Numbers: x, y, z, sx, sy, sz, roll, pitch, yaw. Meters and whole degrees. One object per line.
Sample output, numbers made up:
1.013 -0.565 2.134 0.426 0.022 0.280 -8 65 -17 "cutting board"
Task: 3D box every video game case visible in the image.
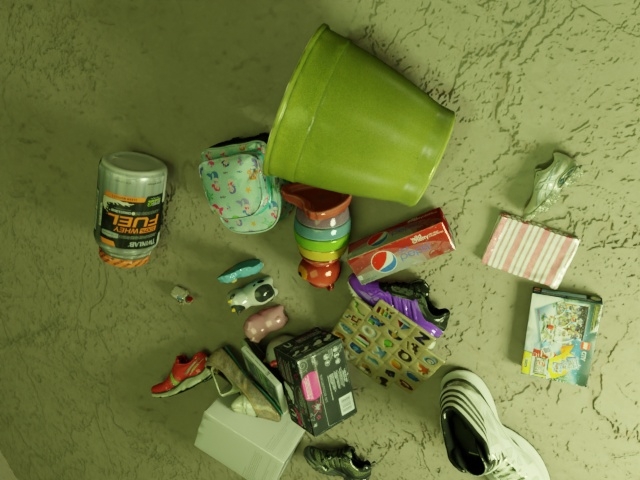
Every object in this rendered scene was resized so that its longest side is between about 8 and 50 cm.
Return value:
-0.168 0.422 1.736 0.173 0.022 0.190 39 152 31 "video game case"

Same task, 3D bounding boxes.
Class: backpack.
-0.195 -0.143 1.563 0.225 0.191 0.253 -5 112 23 "backpack"

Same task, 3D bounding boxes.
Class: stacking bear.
0.000 0.000 1.544 0.175 0.164 0.288 38 138 44 "stacking bear"

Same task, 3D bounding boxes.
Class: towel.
0.509 0.027 1.410 0.197 0.029 0.144 21 116 15 "towel"

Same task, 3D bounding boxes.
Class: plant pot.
0.102 -0.248 1.326 0.353 0.366 0.366 24 117 1 "plant pot"

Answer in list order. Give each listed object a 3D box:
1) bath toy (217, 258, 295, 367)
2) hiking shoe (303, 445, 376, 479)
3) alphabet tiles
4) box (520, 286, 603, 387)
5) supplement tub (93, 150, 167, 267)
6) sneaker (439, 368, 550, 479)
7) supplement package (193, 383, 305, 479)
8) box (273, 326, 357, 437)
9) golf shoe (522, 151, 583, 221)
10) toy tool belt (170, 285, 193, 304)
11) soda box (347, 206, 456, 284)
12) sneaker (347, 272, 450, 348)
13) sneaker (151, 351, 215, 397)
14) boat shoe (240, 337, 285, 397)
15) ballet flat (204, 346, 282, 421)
-0.180 0.235 1.719 0.152 0.129 0.348 -21 100 27 "bath toy"
0.059 0.683 1.817 0.227 0.086 0.114 22 102 8 "hiking shoe"
0.173 0.292 1.580 0.285 0.011 0.342 35 142 8 "alphabet tiles"
0.597 0.241 1.440 0.159 0.044 0.232 8 112 20 "box"
-0.572 -0.091 1.728 0.194 0.193 0.315 21 116 15 "supplement tub"
0.439 0.583 1.509 0.169 0.257 0.447 -34 93 29 "sneaker"
-0.223 0.620 1.842 0.293 0.175 0.177 29 123 11 "supplement package"
-0.013 0.403 1.669 0.142 0.163 0.247 13 119 55 "box"
0.521 -0.125 1.342 0.086 0.069 0.176 49 118 23 "golf shoe"
-0.443 0.184 1.861 0.083 0.052 0.051 28 148 15 "toy tool belt"
0.203 0.015 1.472 0.263 0.083 0.092 -23 115 18 "soda box"
0.218 0.149 1.545 0.293 0.102 0.146 34 111 4 "sneaker"
-0.469 0.449 1.951 0.279 0.107 0.118 -28 77 25 "sneaker"
-0.164 0.389 1.804 0.227 0.069 0.081 55 156 1 "boat shoe"
-0.252 0.470 1.800 0.316 0.106 0.107 41 151 28 "ballet flat"
